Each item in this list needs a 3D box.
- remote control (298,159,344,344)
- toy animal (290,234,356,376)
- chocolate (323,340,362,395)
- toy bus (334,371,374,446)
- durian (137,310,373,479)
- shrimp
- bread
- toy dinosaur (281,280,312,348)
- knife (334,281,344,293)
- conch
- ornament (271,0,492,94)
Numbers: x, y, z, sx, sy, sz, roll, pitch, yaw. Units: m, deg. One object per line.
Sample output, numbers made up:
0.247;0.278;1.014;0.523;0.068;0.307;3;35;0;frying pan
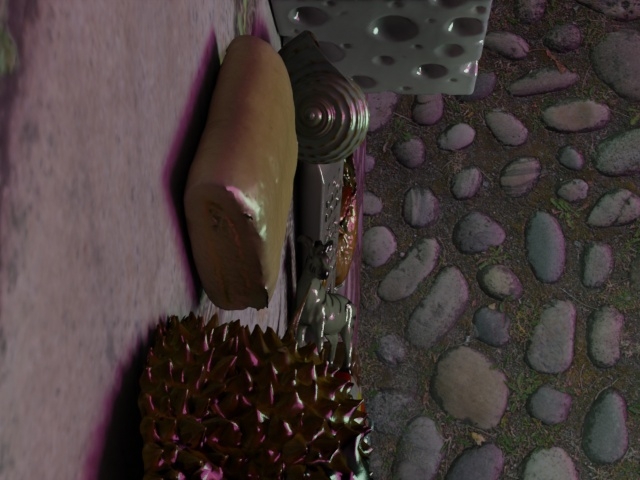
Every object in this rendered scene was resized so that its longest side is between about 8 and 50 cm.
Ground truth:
-0.008;0.000;1.160;0.109;0.055;0.313;-58;155;-59;remote control
0.007;0.097;1.098;0.217;0.073;0.176;33;65;-65;toy animal
0.023;0.288;1.325;0.148;0.093;0.214;83;10;-46;chocolate
-0.007;0.268;0.942;0.265;0.121;0.120;-75;157;-63;toy bus
-0.036;0.148;0.473;0.237;0.138;0.193;-79;169;-55;durian
0.033;-0.049;1.532;0.152;0.063;0.287;-5;99;-73;shrimp
-0.055;-0.051;0.598;0.139;0.060;0.178;85;9;-48;bread
-0.035;0.142;0.975;0.058;0.037;0.180;90;5;-70;toy dinosaur
0.032;0.095;1.591;0.022;0.046;0.256;42;33;-24;knife
-0.013;-0.145;0.811;0.153;0.102;0.135;-145;-143;-71;conch
0.078;-0.336;0.957;0.240;0.239;0.240;67;25;-74;ornament
